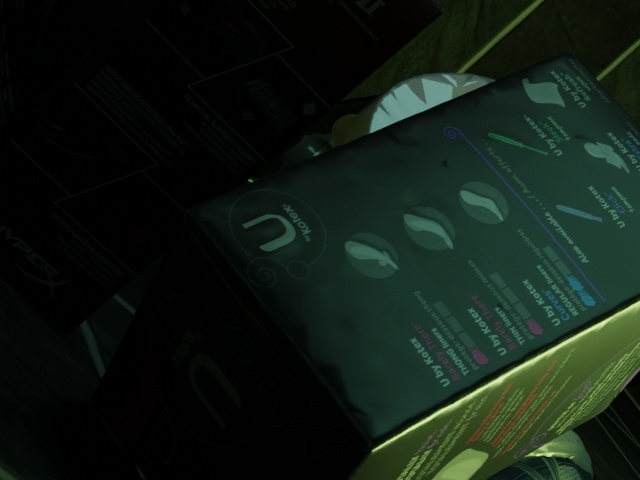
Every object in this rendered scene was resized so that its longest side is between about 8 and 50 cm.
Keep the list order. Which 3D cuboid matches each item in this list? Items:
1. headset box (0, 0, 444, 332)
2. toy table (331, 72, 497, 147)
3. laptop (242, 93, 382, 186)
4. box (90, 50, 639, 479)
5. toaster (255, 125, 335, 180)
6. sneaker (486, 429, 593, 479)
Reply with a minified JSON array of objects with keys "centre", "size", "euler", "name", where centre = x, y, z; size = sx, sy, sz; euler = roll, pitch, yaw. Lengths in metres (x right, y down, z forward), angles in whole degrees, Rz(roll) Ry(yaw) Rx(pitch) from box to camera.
[{"centre":[-0.073,-0.122,1.069],"size":[0.110,0.293,0.218],"euler":[45,11,-27],"name":"headset box"},{"centre":[0.086,-0.007,1.406],"size":[0.274,0.161,0.252],"euler":[20,53,-34],"name":"toy table"},{"centre":[-0.038,-0.174,1.814],"size":[0.408,0.236,0.382],"euler":[50,7,16],"name":"laptop"},{"centre":[0.048,0.039,0.971],"size":[0.270,0.165,0.143],"euler":[-24,67,-38],"name":"box"},{"centre":[0.000,0.000,1.560],"size":[0.146,0.129,0.227],"euler":[50,7,-1],"name":"toaster"},{"centre":[0.090,0.176,1.148],"size":[0.283,0.110,0.122],"euler":[14,49,-58],"name":"sneaker"}]
